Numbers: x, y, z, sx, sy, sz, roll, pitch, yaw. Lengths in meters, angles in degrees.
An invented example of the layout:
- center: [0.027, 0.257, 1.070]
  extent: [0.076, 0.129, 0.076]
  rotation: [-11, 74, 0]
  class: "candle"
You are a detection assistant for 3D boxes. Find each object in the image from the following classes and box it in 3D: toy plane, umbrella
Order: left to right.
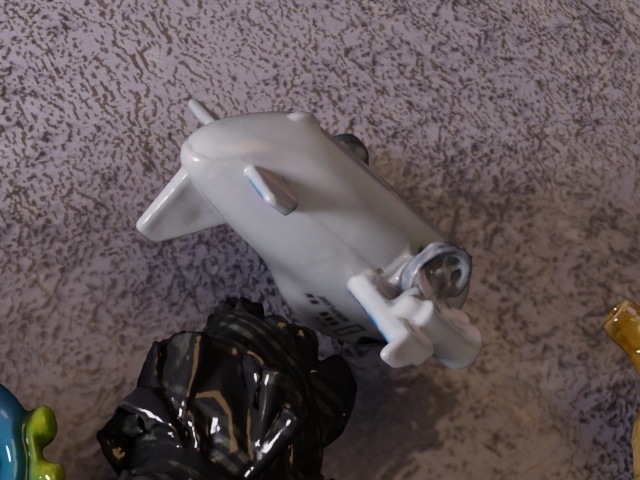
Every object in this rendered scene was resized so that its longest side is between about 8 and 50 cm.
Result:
- center: [-0.083, 0.146, 0.772]
  extent: [0.336, 0.128, 0.154]
  rotation: [-39, 111, -58]
  class: "umbrella"
- center: [0.004, -0.004, 0.930]
  extent: [0.267, 0.122, 0.267]
  rotation: [39, 10, -8]
  class: "toy plane"

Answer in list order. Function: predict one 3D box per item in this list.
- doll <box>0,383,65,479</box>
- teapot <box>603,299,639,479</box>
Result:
- center: [-0.299, 0.077, 0.714]
  extent: [0.346, 0.099, 0.341]
  rotation: [34, 50, -15]
  class: "doll"
- center: [0.319, 0.141, 0.993]
  extent: [0.311, 0.203, 0.167]
  rotation: [38, 6, -23]
  class: "teapot"
